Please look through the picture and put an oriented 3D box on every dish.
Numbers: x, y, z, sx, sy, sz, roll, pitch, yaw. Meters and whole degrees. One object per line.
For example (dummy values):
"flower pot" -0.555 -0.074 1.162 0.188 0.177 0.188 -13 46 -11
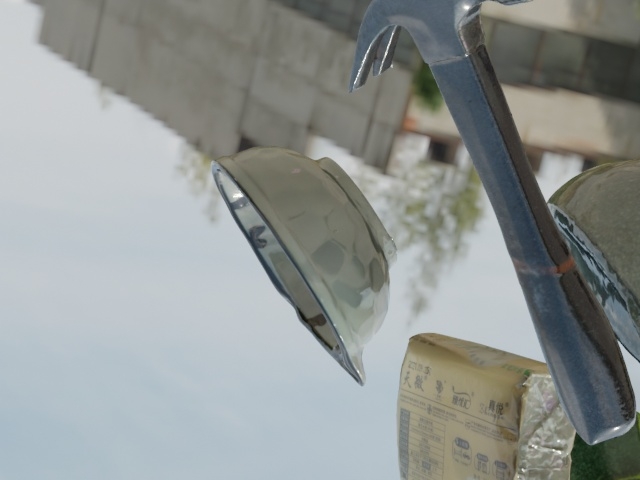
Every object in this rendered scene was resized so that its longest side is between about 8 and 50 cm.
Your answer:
"dish" 0.000 0.000 1.947 0.120 0.303 0.303 -34 -153 -8

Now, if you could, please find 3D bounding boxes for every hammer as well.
"hammer" 0.105 -0.016 0.948 0.137 0.290 0.037 -5 -156 48

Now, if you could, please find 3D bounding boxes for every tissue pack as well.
"tissue pack" 0.166 0.199 1.776 0.090 0.186 0.222 1 -175 -30

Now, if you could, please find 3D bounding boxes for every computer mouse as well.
"computer mouse" 0.313 0.019 1.433 0.203 0.114 0.374 -6 -150 -22

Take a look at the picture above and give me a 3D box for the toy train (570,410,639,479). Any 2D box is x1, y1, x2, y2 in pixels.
"toy train" 0.369 0.400 1.941 0.272 0.179 0.442 37 -142 -40
